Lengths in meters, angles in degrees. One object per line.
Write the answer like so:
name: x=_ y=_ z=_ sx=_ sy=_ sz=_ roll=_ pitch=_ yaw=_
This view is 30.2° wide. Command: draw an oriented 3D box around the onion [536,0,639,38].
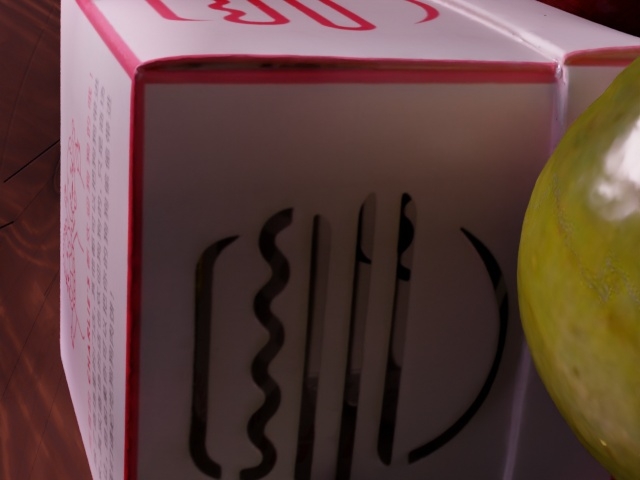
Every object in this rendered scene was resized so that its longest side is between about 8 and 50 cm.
onion: x=0.221 y=-0.311 z=0.810 sx=0.341 sy=0.341 sz=0.341 roll=-40 pitch=32 yaw=33

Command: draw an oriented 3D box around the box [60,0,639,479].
box: x=0.000 y=0.000 z=0.749 sx=0.312 sy=0.300 sz=0.314 roll=-132 pitch=43 yaw=-62

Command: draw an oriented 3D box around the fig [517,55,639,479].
fig: x=0.244 y=0.039 z=0.485 sx=0.258 sy=0.258 sz=0.326 roll=-52 pitch=52 yaw=13
